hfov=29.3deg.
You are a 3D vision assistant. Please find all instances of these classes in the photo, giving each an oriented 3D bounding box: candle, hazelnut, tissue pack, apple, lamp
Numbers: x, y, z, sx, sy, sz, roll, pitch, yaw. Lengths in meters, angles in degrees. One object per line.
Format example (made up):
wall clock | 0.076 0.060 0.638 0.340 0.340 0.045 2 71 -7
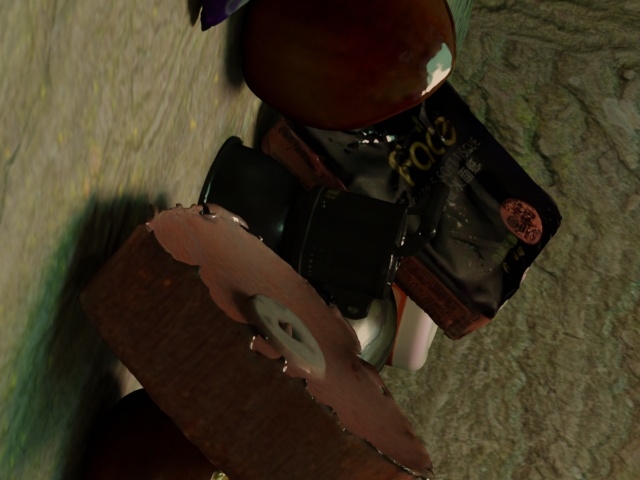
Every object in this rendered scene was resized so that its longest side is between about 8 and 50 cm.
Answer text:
candle | -0.069 0.094 0.957 0.131 0.317 0.287 -45 134 6
hazelnut | 0.032 -0.196 1.160 0.208 0.208 0.208 16 90 -82
tissue pack | 0.112 -0.067 1.408 0.123 0.332 0.245 -44 180 43
apple | -0.137 0.210 1.056 0.158 0.147 0.156 -65 -156 -2
lamp | 0.000 0.000 1.240 0.147 0.227 0.172 -64 168 -50

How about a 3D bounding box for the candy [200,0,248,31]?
candy | -0.044 -0.245 0.888 0.275 0.070 0.145 162 -53 -76

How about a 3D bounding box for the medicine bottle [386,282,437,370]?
medicine bottle | 0.053 0.023 1.607 0.252 0.241 0.252 17 90 -81

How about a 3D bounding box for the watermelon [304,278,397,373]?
watermelon | -0.017 0.094 1.395 0.212 0.212 0.212 16 90 -82
